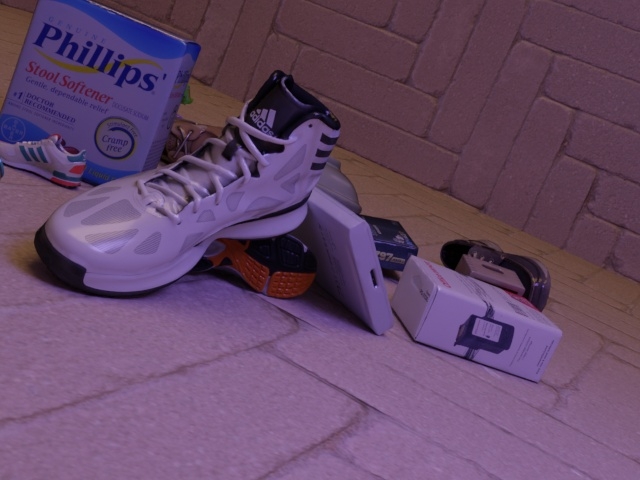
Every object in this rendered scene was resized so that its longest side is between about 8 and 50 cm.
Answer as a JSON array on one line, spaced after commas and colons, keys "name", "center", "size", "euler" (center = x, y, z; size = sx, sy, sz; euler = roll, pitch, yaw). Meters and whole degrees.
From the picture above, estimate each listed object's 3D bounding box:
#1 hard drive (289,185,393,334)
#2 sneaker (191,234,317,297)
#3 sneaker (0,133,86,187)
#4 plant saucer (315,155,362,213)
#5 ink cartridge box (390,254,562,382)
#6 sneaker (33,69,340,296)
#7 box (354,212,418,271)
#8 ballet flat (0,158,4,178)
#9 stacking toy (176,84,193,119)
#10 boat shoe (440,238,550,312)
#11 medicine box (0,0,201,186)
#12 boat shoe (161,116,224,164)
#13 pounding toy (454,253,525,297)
[{"name": "hard drive", "center": [0.000, 0.000, 1.449], "size": [0.040, 0.203, 0.307], "euler": [-28, 35, -18]}, {"name": "sneaker", "center": [-0.130, 0.008, 1.364], "size": [0.262, 0.099, 0.121], "euler": [18, 8, -26]}, {"name": "sneaker", "center": [-0.459, -0.147, 1.482], "size": [0.161, 0.075, 0.057], "euler": [22, 12, -5]}, {"name": "plant saucer", "center": [-0.063, -0.190, 2.214], "size": [0.400, 0.101, 0.400], "euler": [26, 2, -1]}, {"name": "ink cartridge box", "center": [0.254, 0.128, 1.515], "size": [0.237, 0.100, 0.172], "euler": [20, 12, -15]}, {"name": "sneaker", "center": [-0.147, -0.102, 1.157], "size": [0.169, 0.258, 0.447], "euler": [46, 41, 20]}, {"name": "box", "center": [0.088, -0.005, 1.850], "size": [0.183, 0.059, 0.233], "euler": [10, 13, -7]}, {"name": "ballet flat", "center": [-0.536, -0.128, 1.317], "size": [0.073, 0.080, 0.232], "euler": [-22, 35, -33]}, {"name": "stacking toy", "center": [-0.346, -0.306, 2.138], "size": [0.052, 0.221, 0.167], "euler": [-33, 47, -32]}, {"name": "boat shoe", "center": [0.360, 0.078, 1.938], "size": [0.130, 0.132, 0.355], "euler": [8, 7, -19]}, {"name": "medicine box", "center": [-0.390, -0.262, 1.595], "size": [0.263, 0.289, 0.149], "euler": [22, 11, -2]}, {"name": "boat shoe", "center": [-0.290, -0.202, 1.977], "size": [0.341, 0.122, 0.110], "euler": [19, 11, 41]}, {"name": "pounding toy", "center": [0.301, 0.109, 1.671], "size": [0.141, 0.130, 0.100], "euler": [18, 23, -14]}]
